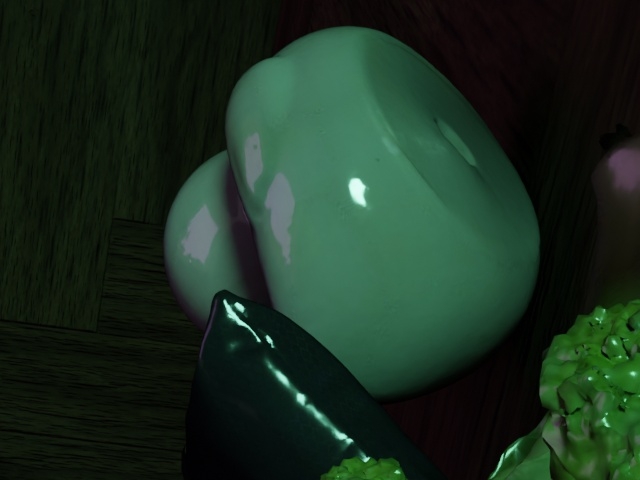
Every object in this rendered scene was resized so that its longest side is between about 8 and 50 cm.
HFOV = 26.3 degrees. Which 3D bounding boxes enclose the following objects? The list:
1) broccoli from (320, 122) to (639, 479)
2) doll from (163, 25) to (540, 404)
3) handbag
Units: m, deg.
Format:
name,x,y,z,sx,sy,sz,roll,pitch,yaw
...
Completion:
name,x,y,z,sx,sy,sz,roll,pitch,yaw
broccoli,0.073,0.084,0.401,0.254,0.186,0.302,-61,-27,-87
doll,0.000,0.000,0.782,0.251,0.221,0.221,-101,20,-53
handbag,0.021,0.163,0.679,0.089,0.254,0.211,-36,-19,-30
